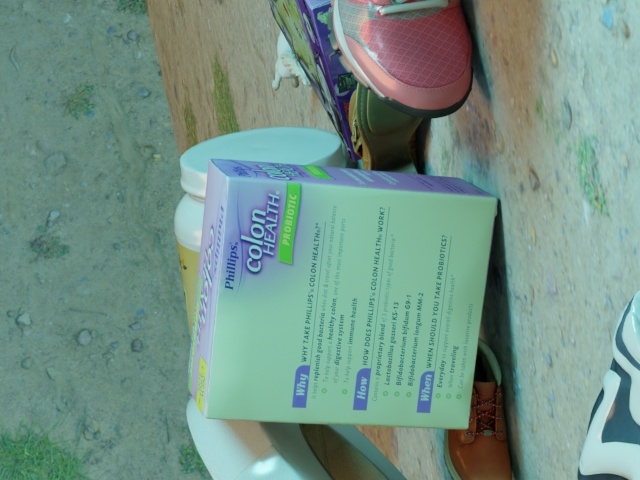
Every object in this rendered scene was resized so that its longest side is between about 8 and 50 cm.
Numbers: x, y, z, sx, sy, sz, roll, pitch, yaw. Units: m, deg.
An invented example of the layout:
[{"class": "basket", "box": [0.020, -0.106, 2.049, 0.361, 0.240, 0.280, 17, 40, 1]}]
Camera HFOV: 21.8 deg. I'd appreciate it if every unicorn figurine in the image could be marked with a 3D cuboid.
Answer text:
[{"class": "unicorn figurine", "box": [-0.033, -0.233, 2.089, 0.111, 0.060, 0.162, 111, 147, -71]}]

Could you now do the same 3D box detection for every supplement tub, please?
[{"class": "supplement tub", "box": [-0.053, 0.039, 1.997, 0.228, 0.228, 0.316, -128, 29, -68]}]

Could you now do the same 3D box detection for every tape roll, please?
[{"class": "tape roll", "box": [0.027, 0.270, 1.629, 0.392, 0.072, 0.392, 46, -173, -7]}]

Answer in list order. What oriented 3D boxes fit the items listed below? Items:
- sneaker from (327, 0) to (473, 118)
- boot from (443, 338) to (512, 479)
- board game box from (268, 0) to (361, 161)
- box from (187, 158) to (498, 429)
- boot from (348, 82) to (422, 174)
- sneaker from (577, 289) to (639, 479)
[{"class": "sneaker", "box": [0.060, -0.258, 1.421, 0.136, 0.116, 0.314, 114, 145, -69]}, {"class": "boot", "box": [0.146, 0.167, 1.537, 0.084, 0.059, 0.158, 113, 146, -63]}, {"class": "board game box", "box": [-0.016, -0.265, 1.878, 0.347, 0.056, 0.208, -116, 11, -51]}, {"class": "box", "box": [0.015, 0.047, 1.482, 0.117, 0.243, 0.213, -139, 54, -73]}, {"class": "boot", "box": [0.058, -0.132, 1.679, 0.152, 0.073, 0.197, -112, 18, -64]}, {"class": "sneaker", "box": [0.222, 0.157, 1.019, 0.153, 0.094, 0.235, 98, 159, -63]}]
